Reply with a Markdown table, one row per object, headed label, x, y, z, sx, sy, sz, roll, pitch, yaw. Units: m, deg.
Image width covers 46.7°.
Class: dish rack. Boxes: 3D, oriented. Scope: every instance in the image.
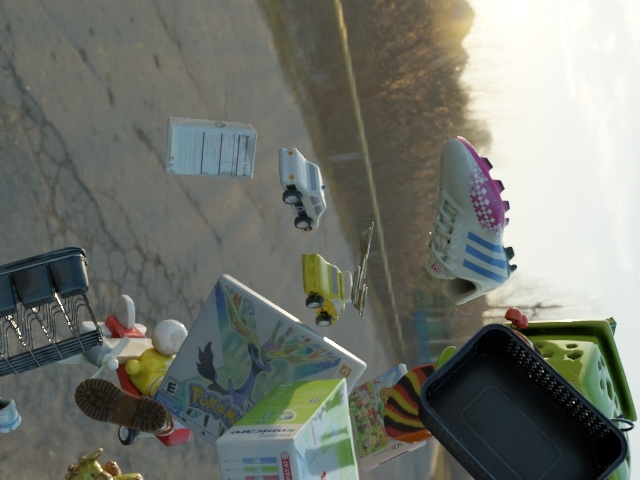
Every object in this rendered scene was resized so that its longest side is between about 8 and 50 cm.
| label | x | y | z | sx | sy | sz | roll | pitch | yaw |
| --- | --- | --- | --- | --- | --- | --- | --- | --- | --- |
| dish rack | -0.441 | 0.124 | 1.136 | 0.271 | 0.208 | 0.074 | 105 | -34 | -60 |

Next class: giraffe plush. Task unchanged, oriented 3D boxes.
| label | x | y | z | sx | sy | sz | roll | pitch | yaw |
| --- | --- | --- | --- | --- | --- | --- | --- | --- | --- |
| giraffe plush | -0.552 | 0.598 | 1.812 | 0.170 | 0.210 | 0.181 | 95 | 3 | -47 |

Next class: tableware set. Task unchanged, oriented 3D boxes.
| label | x | y | z | sx | sy | sz | roll | pitch | yaw |
| --- | --- | --- | --- | --- | --- | --- | --- | --- | --- |
| tableware set | 0.073 | 0.056 | 1.282 | 0.168 | 0.020 | 0.141 | 76 | 22 | -69 |

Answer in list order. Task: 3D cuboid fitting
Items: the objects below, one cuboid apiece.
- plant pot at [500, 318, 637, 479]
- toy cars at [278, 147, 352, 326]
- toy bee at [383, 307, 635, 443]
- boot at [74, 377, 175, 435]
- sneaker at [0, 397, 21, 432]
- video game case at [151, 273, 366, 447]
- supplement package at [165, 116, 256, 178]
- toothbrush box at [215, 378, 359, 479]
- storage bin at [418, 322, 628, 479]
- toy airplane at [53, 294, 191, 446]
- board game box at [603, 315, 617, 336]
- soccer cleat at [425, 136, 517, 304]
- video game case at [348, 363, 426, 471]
| label | x | y | z | sx | sy | sz | roll | pitch | yaw |
| --- | --- | --- | --- | --- | --- | --- | --- | --- | --- |
| plant pot | 0.360 | 0.250 | 1.160 | 0.207 | 0.228 | 0.227 | -44 | 117 | -45 |
| toy cars | 0.000 | 0.000 | 1.437 | 0.176 | 0.087 | 0.393 | -77 | 157 | -70 |
| toy bee | 0.229 | 0.177 | 0.966 | 0.195 | 0.298 | 0.162 | 66 | 24 | -63 |
| boot | -0.295 | 0.258 | 1.124 | 0.084 | 0.158 | 0.059 | 74 | 36 | -67 |
| sneaker | -0.703 | 0.328 | 1.498 | 0.071 | 0.191 | 0.082 | -90 | -168 | -51 |
| video game case | -0.125 | 0.275 | 1.422 | 0.299 | 0.329 | 0.036 | -60 | 168 | 8 |
| supplement package | -0.231 | -0.194 | 1.552 | 0.105 | 0.179 | 0.105 | -125 | -140 | -68 |
| toothbrush box | -0.037 | 0.349 | 1.124 | 0.283 | 0.122 | 0.206 | -19 | 102 | -72 |
| storage bin | 0.197 | 0.189 | 0.750 | 0.180 | 0.122 | 0.084 | 45 | -13 | 23 |
| toy airplane | -0.423 | 0.277 | 1.824 | 0.272 | 0.384 | 0.386 | -49 | -171 | 26 |
| board game box | 0.608 | 0.280 | 1.845 | 0.136 | 0.260 | 0.030 | 81 | -12 | -45 |
| soccer cleat | 0.226 | -0.013 | 1.192 | 0.116 | 0.143 | 0.331 | 54 | -7 | 47 |
| video game case | 0.157 | 0.443 | 1.854 | 0.023 | 0.193 | 0.212 | 27 | 39 | -41 |
